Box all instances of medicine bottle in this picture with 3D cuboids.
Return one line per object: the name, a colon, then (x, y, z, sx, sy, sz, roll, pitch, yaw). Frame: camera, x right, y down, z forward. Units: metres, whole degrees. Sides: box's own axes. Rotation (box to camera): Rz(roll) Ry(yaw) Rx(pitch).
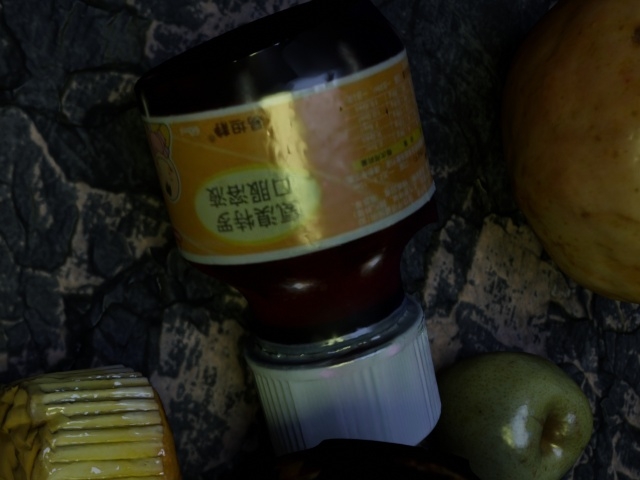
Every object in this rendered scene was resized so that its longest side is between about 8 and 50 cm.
medicine bottle: (0.000, 0.000, 0.948, 0.242, 0.242, 0.395, -28, 108, -31)

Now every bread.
bread: (-0.193, 0.225, 0.842, 0.133, 0.179, 0.250, 3, 86, -36)

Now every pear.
pear: (0.200, 0.193, 1.127, 0.167, 0.136, 0.167, 0, 90, -35)

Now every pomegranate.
pomegranate: (0.400, -0.116, 1.121, 0.410, 0.410, 0.410, 2, 86, -33)

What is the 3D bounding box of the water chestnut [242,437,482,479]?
water chestnut: (0.024, 0.339, 0.838, 0.335, 0.335, 0.347, 39, 59, -25)
